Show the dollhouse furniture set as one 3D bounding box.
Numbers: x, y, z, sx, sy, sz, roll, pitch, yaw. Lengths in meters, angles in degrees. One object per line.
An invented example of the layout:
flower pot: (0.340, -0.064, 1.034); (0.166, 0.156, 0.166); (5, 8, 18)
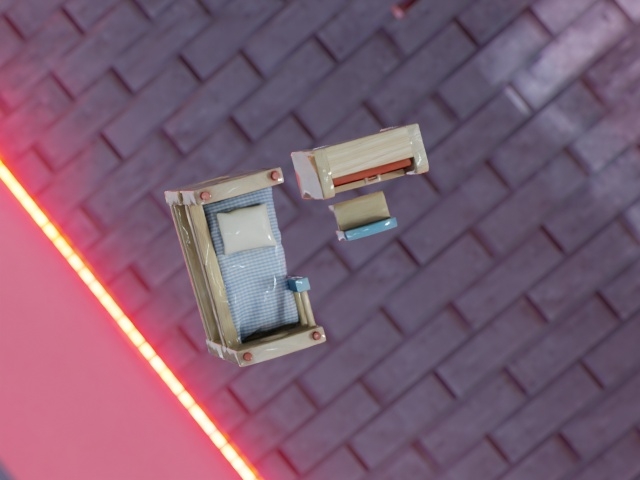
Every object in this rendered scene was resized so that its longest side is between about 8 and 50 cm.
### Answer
dollhouse furniture set: (0.000, 0.000, 1.338); (0.183, 0.129, 0.129); (-16, -174, -13)
